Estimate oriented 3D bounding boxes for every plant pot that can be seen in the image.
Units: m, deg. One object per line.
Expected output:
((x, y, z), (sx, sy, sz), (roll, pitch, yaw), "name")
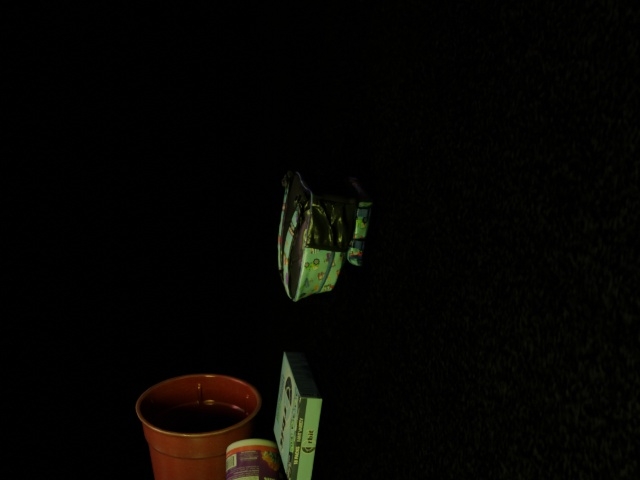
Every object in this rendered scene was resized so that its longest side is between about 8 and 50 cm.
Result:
((-0.262, 0.473, 2.250), (0.272, 0.272, 0.265), (-116, 24, -67), "plant pot")

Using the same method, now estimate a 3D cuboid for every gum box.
((-0.040, 0.298, 1.733), (0.184, 0.041, 0.157), (-119, 36, -70), "gum box")

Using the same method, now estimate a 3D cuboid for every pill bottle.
((-0.122, 0.477, 1.892), (0.108, 0.108, 0.193), (113, 158, -56), "pill bottle")

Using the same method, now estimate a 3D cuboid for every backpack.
((0.000, 0.000, 1.467), (0.158, 0.116, 0.173), (-122, 39, -70), "backpack")
